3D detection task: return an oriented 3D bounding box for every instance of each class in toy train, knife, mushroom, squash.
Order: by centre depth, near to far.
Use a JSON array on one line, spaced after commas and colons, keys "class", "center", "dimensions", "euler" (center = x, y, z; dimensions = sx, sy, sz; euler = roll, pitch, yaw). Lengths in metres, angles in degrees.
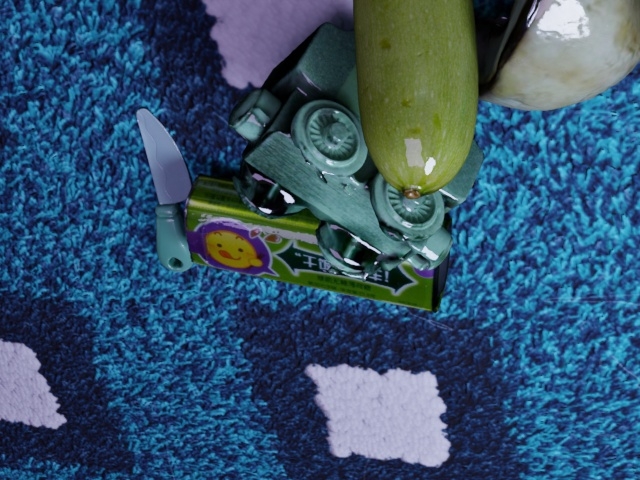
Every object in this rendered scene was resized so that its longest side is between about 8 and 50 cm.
[{"class": "mushroom", "center": [0.265, -0.235, 1.376], "dimensions": [0.164, 0.190, 0.267], "euler": [15, 132, -10]}, {"class": "squash", "center": [0.103, -0.166, 1.409], "dimensions": [0.132, 0.132, 0.247], "euler": [-4, 86, 24]}, {"class": "toy train", "center": [0.045, -0.100, 1.534], "dimensions": [0.299, 0.238, 0.167], "euler": [38, 143, -15]}, {"class": "knife", "center": [-0.206, -0.065, 1.810], "dimensions": [0.063, 0.035, 0.260], "euler": [4, 127, 13]}]

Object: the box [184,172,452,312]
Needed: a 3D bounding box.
[{"class": "box", "center": [0.000, 0.000, 1.739], "dimensions": [0.345, 0.097, 0.134], "euler": [11, 140, 12]}]
